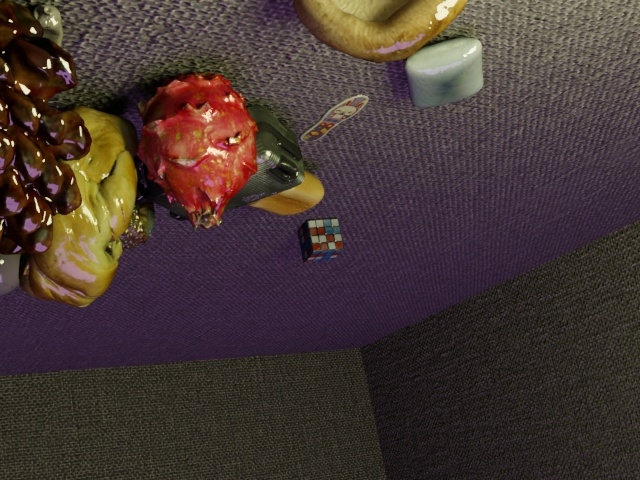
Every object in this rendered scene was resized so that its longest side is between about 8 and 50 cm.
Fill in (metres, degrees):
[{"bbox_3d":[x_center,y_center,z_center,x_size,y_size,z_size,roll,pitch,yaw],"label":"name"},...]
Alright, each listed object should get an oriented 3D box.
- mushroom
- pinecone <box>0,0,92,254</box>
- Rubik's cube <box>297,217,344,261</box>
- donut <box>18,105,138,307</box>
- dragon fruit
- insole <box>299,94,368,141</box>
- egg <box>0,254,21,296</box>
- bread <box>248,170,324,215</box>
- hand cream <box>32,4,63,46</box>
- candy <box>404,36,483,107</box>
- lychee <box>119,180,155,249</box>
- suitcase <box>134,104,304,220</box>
[{"bbox_3d":[0.108,-0.335,1.184,0.286,0.151,0.156,-14,164,10],"label":"mushroom"},{"bbox_3d":[-0.496,-0.146,1.105,0.398,0.397,0.398,-10,162,-3],"label":"pinecone"},{"bbox_3d":[0.000,0.000,2.254,0.092,0.092,0.092,-4,161,-21],"label":"Rubik's cube"},{"bbox_3d":[-0.416,-0.057,1.451,0.170,0.360,0.360,14,154,-22],"label":"donut"},{"bbox_3d":[-0.201,-0.149,1.404,0.205,0.268,0.210,-8,-170,-37],"label":"dragon fruit"},{"bbox_3d":[0.024,-0.241,1.664,0.065,0.004,0.197,3,157,-39],"label":"insole"},{"bbox_3d":[-0.741,0.057,1.882,0.146,0.146,0.199,-3,173,-25],"label":"egg"},{"bbox_3d":[-0.084,-0.119,1.844,0.134,0.085,0.173,-25,157,28],"label":"bread"},{"bbox_3d":[-0.402,-0.294,1.208,0.057,0.037,0.165,-4,168,-24],"label":"hand cream"},{"bbox_3d":[0.222,-0.299,1.494,0.138,0.071,0.174,-14,163,7],"label":"candy"},{"bbox_3d":[-0.428,-0.057,1.722,0.171,0.171,0.171,-10,162,-3],"label":"lychee"},{"bbox_3d":[-0.198,-0.144,1.621,0.312,0.128,0.202,-17,162,18],"label":"suitcase"}]
